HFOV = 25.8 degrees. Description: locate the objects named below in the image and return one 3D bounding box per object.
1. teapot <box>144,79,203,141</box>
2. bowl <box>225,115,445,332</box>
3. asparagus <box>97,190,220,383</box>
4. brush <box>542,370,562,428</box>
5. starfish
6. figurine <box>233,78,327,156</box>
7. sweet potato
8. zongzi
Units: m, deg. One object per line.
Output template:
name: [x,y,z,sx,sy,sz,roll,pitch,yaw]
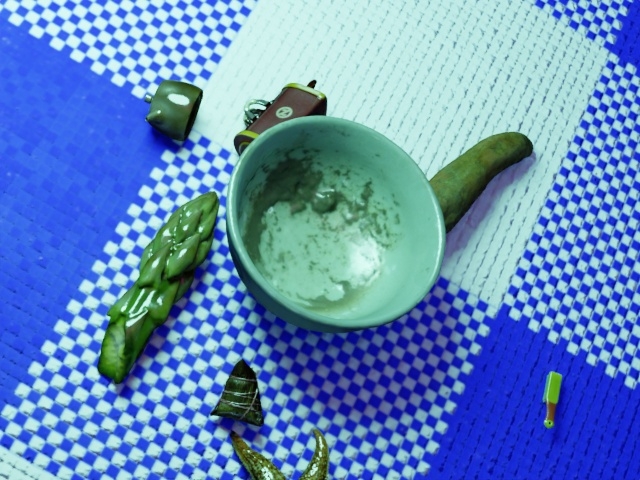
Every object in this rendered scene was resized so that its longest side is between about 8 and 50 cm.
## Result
teapot: [-0.196,-0.179,1.837,0.068,0.076,0.121,21,34,0]
bowl: [0.000,0.000,1.781,0.289,0.146,0.289,8,64,-18]
asparagus: [-0.196,0.043,1.732,0.080,0.080,0.287,33,60,-3]
brush: [0.307,0.216,1.863,0.018,0.021,0.083,21,56,-11]
starfish: [-0.048,0.330,1.669,0.213,0.057,0.238,-36,82,-21]
figurine: [-0.055,-0.163,1.883,0.098,0.082,0.154,29,59,17]
sweet potato: [0.205,-0.086,1.939,0.075,0.075,0.273,46,56,5]
zongzi: [-0.093,0.180,1.726,0.067,0.073,0.083,10,97,7]
